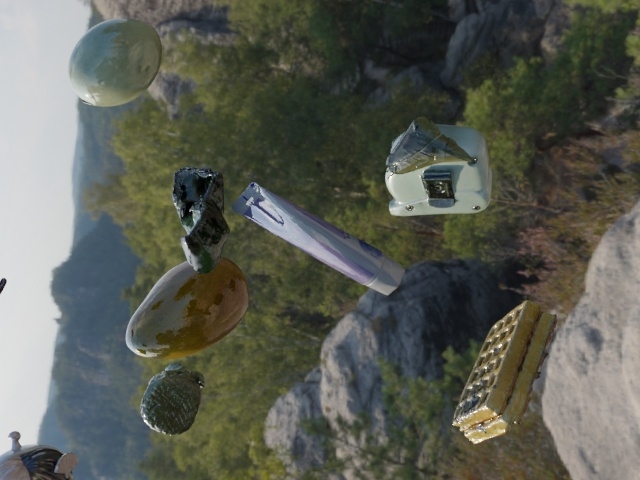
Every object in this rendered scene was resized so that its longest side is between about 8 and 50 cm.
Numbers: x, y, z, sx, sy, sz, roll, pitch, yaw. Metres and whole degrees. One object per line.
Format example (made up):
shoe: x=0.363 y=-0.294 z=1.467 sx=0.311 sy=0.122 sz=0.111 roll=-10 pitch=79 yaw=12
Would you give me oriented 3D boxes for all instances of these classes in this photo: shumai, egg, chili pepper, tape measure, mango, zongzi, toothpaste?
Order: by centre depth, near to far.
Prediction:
shumai: x=-0.187 y=0.188 z=0.758 sx=0.083 sy=0.082 sz=0.080 roll=58 pitch=168 yaw=-26
zongzi: x=0.189 y=-0.134 z=1.130 sx=0.154 sy=0.130 sz=0.062 roll=-55 pitch=-8 yaw=34
toothpaste: x=0.000 y=0.000 z=1.237 sx=0.125 sy=0.371 sz=0.080 roll=-38 pitch=29 yaw=55
chili pepper: x=-0.248 y=-0.055 z=1.303 sx=0.148 sy=0.116 sz=0.265 roll=85 pitch=166 yaw=-45
tape measure: x=0.265 y=-0.149 z=1.407 sx=0.246 sy=0.243 sz=0.125 roll=61 pitch=-146 yaw=-49
egg: x=-0.500 y=-0.437 z=1.494 sx=0.253 sy=0.186 sz=0.186 roll=-46 pitch=18 yaw=-8
mango: x=-0.355 y=0.186 z=1.663 sx=0.263 sy=0.378 sz=0.221 roll=17 pitch=129 yaw=34

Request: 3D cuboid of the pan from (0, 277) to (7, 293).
pan: x=-0.901 y=0.189 z=1.636 sx=0.115 sy=0.040 sz=0.212 roll=40 pitch=105 yaw=31

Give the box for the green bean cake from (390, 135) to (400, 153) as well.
green bean cake: x=0.289 y=-0.202 z=1.748 sx=0.094 sy=0.181 sz=0.173 roll=-61 pitch=-29 yaw=-44

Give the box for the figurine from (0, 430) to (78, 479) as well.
figurine: x=-0.793 y=0.697 z=1.615 sx=0.211 sy=0.253 sz=0.361 roll=34 pitch=126 yaw=18

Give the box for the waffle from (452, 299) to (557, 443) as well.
waffle: x=0.203 y=0.145 z=0.675 sx=0.148 sy=0.042 sz=0.102 roll=-56 pitch=-4 yaw=-29
